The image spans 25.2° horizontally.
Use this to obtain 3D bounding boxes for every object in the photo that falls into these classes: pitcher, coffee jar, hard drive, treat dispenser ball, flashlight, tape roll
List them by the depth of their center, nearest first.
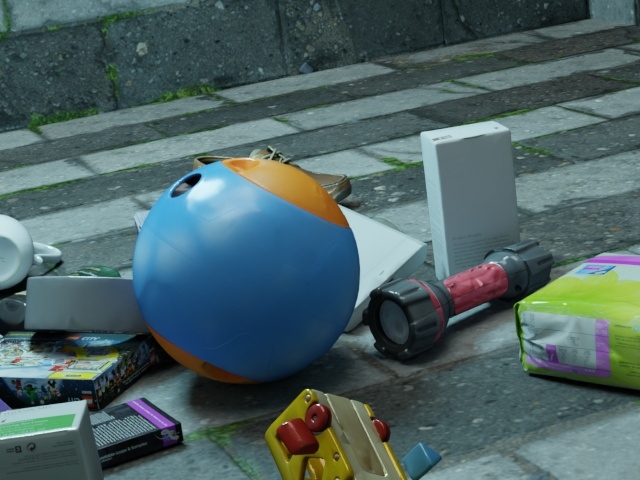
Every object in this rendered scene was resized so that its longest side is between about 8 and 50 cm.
[{"bbox_3d":[-0.093,0.039,1.815,0.288,0.288,0.288,-7,16,2],"label":"treat dispenser ball"},{"bbox_3d":[0.195,0.069,1.927,0.304,0.103,0.103,-19,47,-38],"label":"flashlight"},{"bbox_3d":[-0.295,0.092,1.971,0.219,0.072,0.219,2,-5,0],"label":"tape roll"},{"bbox_3d":[-0.028,0.009,2.094,0.308,0.040,0.203,25,44,27],"label":"hard drive"},{"bbox_3d":[-0.382,0.098,2.115,0.096,0.079,0.184,8,23,43],"label":"coffee jar"},{"bbox_3d":[-0.520,0.019,2.408,0.178,0.125,0.207,10,6,-14],"label":"pitcher"}]

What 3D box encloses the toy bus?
[{"bbox_3d":[0.024,0.244,1.384,0.104,0.191,0.202,-48,0,22],"label":"toy bus"}]

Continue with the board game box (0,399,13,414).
[{"bbox_3d":[-0.464,0.227,1.764,0.141,0.048,0.170,-17,19,-27],"label":"board game box"}]

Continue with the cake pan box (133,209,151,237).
[{"bbox_3d":[-0.183,-0.013,2.433,0.246,0.070,0.267,-9,16,-12],"label":"cake pan box"}]

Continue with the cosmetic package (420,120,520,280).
[{"bbox_3d":[0.220,-0.049,2.079,0.117,0.231,0.085,-10,17,-10],"label":"cosmetic package"}]

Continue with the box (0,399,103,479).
[{"bbox_3d":[-0.296,0.239,1.550,0.101,0.101,0.087,-9,14,0],"label":"box"}]

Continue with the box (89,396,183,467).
[{"bbox_3d":[-0.258,0.233,1.686,0.162,0.029,0.116,-14,16,-26],"label":"box"}]

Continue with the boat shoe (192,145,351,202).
[{"bbox_3d":[-0.102,-0.110,2.637,0.325,0.116,0.123,-1,17,22],"label":"boat shoe"}]

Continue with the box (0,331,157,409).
[{"bbox_3d":[-0.358,0.171,1.912,0.233,0.044,0.159,0,17,23],"label":"box"}]

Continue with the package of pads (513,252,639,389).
[{"bbox_3d":[0.407,0.098,1.723,0.297,0.101,0.229,5,20,39],"label":"package of pads"}]

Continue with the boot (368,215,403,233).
[{"bbox_3d":[-0.001,0.002,2.289,0.208,0.076,0.190,-27,34,-38],"label":"boot"}]
